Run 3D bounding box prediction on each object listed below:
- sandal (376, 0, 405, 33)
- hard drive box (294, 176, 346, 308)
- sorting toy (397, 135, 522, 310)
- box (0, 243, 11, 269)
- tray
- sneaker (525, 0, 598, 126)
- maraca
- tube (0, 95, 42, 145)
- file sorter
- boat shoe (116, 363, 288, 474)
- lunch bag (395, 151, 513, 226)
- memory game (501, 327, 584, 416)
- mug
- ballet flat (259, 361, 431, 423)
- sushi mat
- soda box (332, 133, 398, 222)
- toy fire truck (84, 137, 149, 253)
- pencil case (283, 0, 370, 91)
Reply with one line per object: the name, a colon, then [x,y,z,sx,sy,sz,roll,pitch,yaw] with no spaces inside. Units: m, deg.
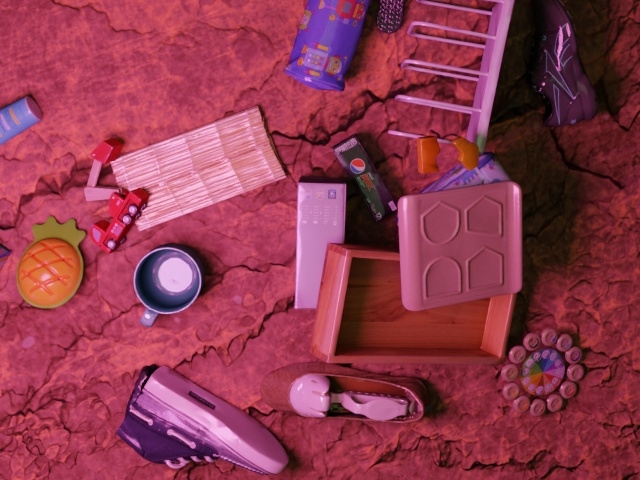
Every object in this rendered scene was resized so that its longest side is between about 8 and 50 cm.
sandal: [0.142,-0.485,1.789,0.067,0.040,0.179,14,112,4]
hard drive box: [0.000,0.000,1.776,0.089,0.181,0.232,1,97,0]
sorting toy: [0.245,-0.038,1.665,0.229,0.041,0.307,-8,106,-15]
box: [-0.674,0.091,1.825,0.043,0.105,0.179,34,97,-3]
tray: [0.184,0.121,1.748,0.411,0.076,0.203,5,99,-31]
sneaker: [0.436,-0.340,1.771,0.106,0.101,0.267,-20,99,7]
maraca: [-0.520,0.042,1.827,0.127,0.099,0.185,9,71,-3]
tube: [-0.637,-0.208,1.820,0.207,0.052,0.080,-28,87,10]
file sorter: [0.235,-0.312,1.733,0.173,0.193,0.277,11,97,2]
boat shoe: [-0.240,0.396,1.867,0.340,0.127,0.158,34,103,4]
lunch bag: [0.245,-0.075,1.771,0.219,0.176,0.090,-37,92,2]
memory game: [0.442,0.263,1.867,0.186,0.012,0.186,-4,104,-17]
mug: [-0.301,0.077,1.827,0.158,0.097,0.129,-29,97,4]
ballet flat: [0.050,0.310,1.844,0.342,0.124,0.116,8,97,-1]
sushi mat: [-0.239,-0.140,1.838,0.316,0.019,0.151,-20,98,3]
soda box: [0.087,-0.120,1.820,0.053,0.060,0.169,-30,97,5]
toy fire truck: [-0.407,-0.085,1.817,0.135,0.047,0.192,37,110,4]
pencil case: [0.027,-0.432,1.751,0.119,0.133,0.306,13,99,-28]
